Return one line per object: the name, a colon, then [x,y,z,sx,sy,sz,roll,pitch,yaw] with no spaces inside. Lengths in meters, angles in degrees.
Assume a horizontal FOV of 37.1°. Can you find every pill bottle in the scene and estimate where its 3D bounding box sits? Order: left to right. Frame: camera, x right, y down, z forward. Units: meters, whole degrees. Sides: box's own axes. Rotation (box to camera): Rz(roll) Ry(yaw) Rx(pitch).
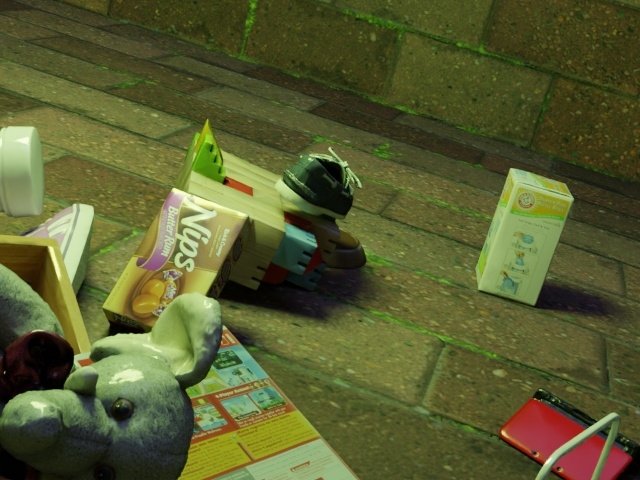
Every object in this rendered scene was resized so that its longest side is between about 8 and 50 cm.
pill bottle: [-0.486,-0.079,1.169,0.272,0.152,0.152,-3,21,-7]

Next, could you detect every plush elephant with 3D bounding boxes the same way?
plush elephant: [-0.211,0.136,0.681,0.255,0.271,0.330,-3,-16,26]

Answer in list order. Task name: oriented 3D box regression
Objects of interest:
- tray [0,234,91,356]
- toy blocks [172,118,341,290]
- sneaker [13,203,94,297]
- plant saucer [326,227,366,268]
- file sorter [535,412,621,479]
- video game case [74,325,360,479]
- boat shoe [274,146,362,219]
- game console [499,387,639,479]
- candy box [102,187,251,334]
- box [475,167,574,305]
tray: [-0.423,0.080,0.860,0.411,0.076,0.202,6,41,-37]
toy blocks: [-0.091,-0.025,1.434,0.261,0.190,0.381,23,16,-13]
sneaker: [-0.368,0.015,1.170,0.161,0.102,0.282,10,19,-8]
plant saucer: [0.000,0.000,1.619,0.169,0.029,0.168,13,18,-4]
file sorter: [0.309,0.297,0.791,0.278,0.173,0.193,28,23,32]
video game case: [-0.083,0.195,0.889,0.204,0.025,0.285,-7,44,-49]
boat shoe: [0.008,-0.090,1.435,0.095,0.079,0.254,42,13,17]
game console: [0.310,0.254,1.166,0.144,0.085,0.124,30,-8,35]
candy box: [-0.172,0.035,1.173,0.109,0.053,0.186,20,63,12]
box: [0.350,-0.009,1.651,0.103,0.203,0.114,16,18,2]
